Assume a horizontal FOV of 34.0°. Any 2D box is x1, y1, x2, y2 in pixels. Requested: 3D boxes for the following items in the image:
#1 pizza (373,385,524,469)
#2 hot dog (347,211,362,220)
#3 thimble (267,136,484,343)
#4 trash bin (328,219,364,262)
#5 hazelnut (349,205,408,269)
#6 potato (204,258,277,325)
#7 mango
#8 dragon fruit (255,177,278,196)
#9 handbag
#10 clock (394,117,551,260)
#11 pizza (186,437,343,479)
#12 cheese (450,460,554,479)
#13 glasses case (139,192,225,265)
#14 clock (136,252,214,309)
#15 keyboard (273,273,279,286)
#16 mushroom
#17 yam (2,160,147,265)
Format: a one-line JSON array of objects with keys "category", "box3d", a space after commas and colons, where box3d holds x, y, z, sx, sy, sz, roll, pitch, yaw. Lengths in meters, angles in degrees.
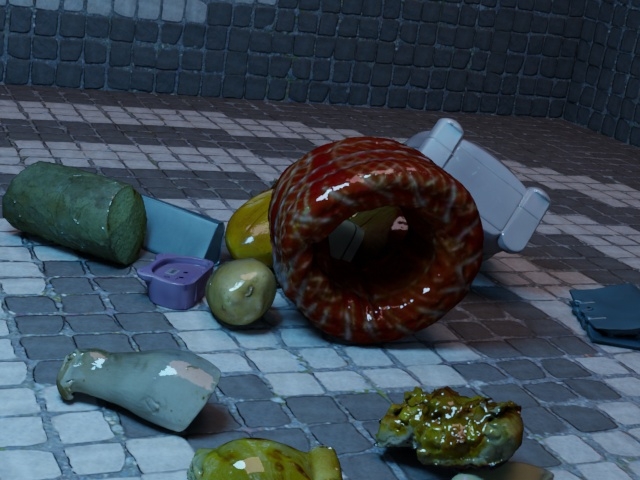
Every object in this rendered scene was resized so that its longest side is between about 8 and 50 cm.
[{"category": "pizza", "box3d": [0.165, 0.231, 1.353, 0.161, 0.085, 0.305, -6, 1, -20]}, {"category": "hot dog", "box3d": [0.134, -0.016, 2.221, 0.261, 0.093, 0.123, 23, -17, 48]}, {"category": "thimble", "box3d": [0.086, -0.001, 1.779, 0.350, 0.350, 0.230, 4, 21, -13]}, {"category": "trash bin", "box3d": [0.000, 0.000, 1.936, 0.130, 0.116, 0.059, 28, 3, -31]}, {"category": "hazelnut", "box3d": [0.152, 0.017, 2.037, 0.181, 0.181, 0.212, -39, 23, -17]}, {"category": "potato", "box3d": [-0.134, 0.085, 1.770, 0.109, 0.118, 0.178, 40, -4, -14]}, {"category": "mango", "box3d": [-0.094, -0.016, 2.070, 0.257, 0.138, 0.187, -15, 47, -45]}, {"category": "dragon fruit", "box3d": [-0.095, -0.083, 2.340, 0.147, 0.096, 0.102, -1, 23, -23]}, {"category": "handbag", "box3d": [0.564, 0.145, 2.010, 0.144, 0.057, 0.221, 1, 19, 0]}, {"category": "clock", "box3d": [0.273, -0.089, 2.161, 0.342, 0.184, 0.326, 42, -11, -8]}, {"category": "pizza", "box3d": [-0.058, 0.286, 1.213, 0.188, 0.080, 0.204, 5, 19, -9]}, {"category": "cheese", "box3d": [0.177, 0.320, 1.230, 0.249, 0.070, 0.163, 3, 18, -14]}, {"category": "glasses case", "box3d": [-0.308, -0.022, 2.078, 0.266, 0.105, 0.056, 19, -6, 29]}, {"category": "clock", "box3d": [-0.257, 0.071, 1.849, 0.110, 0.050, 0.152, 12, 17, 10]}, {"category": "keyboard", "box3d": [-0.039, 0.071, 2.019, 0.155, 0.010, 0.053, -6, 24, -40]}, {"category": "mushroom", "box3d": [-0.245, 0.186, 1.422, 0.225, 0.093, 0.116, 17, 40, 12]}, {"category": "yam", "box3d": [-0.458, -0.057, 1.992, 0.268, 0.161, 0.161, 14, 18, 24]}]
